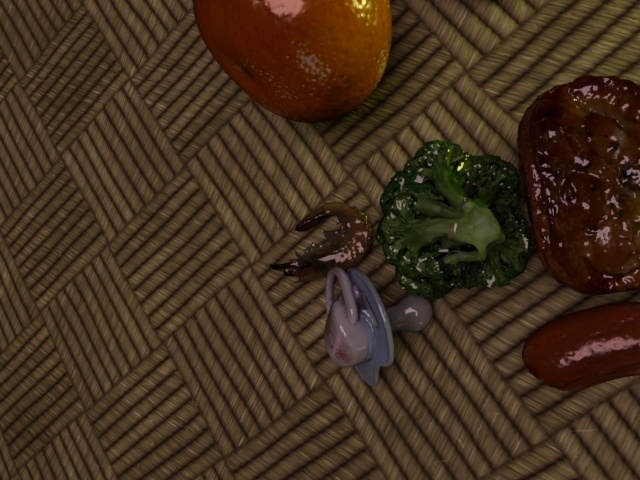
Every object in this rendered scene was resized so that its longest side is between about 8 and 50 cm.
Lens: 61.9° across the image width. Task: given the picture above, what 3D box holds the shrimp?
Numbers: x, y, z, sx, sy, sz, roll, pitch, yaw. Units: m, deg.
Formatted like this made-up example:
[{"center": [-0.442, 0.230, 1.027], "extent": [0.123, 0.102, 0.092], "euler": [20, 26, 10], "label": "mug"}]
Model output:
[{"center": [0.000, 0.000, 1.209], "extent": [0.253, 0.058, 0.173], "euler": [-12, 73, 20], "label": "shrimp"}]

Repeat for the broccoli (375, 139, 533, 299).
[{"center": [0.253, -0.027, 0.989], "extent": [0.307, 0.275, 0.308], "euler": [-1, 97, -8], "label": "broccoli"}]

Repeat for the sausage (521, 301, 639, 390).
[{"center": [0.484, 0.181, 0.934], "extent": [0.258, 0.133, 0.133], "euler": [-23, 77, 25], "label": "sausage"}]

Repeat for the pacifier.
[{"center": [0.118, 0.155, 1.081], "extent": [0.225, 0.287, 0.239], "euler": [-11, 57, -18], "label": "pacifier"}]

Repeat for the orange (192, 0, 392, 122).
[{"center": [-0.046, -0.445, 1.075], "extent": [0.424, 0.424, 0.326], "euler": [35, 78, 22], "label": "orange"}]

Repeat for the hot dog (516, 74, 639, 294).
[{"center": [0.486, -0.102, 0.925], "extent": [0.266, 0.174, 0.388], "euler": [-8, 83, 10], "label": "hot dog"}]
